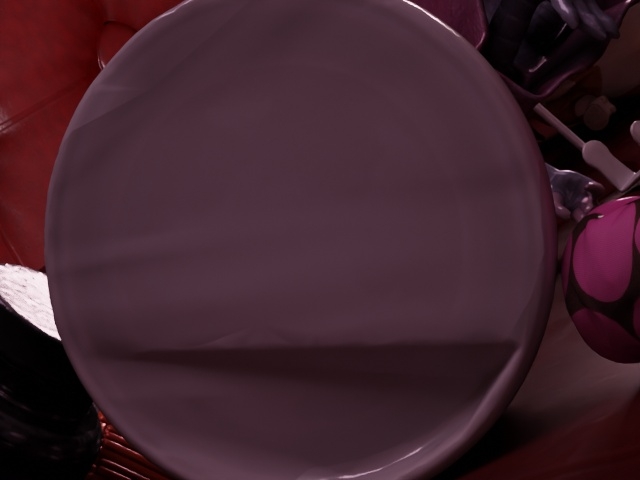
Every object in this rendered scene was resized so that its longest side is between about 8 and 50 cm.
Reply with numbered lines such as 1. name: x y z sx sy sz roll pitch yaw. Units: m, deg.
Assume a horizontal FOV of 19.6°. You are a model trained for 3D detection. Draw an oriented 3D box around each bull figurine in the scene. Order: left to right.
1. bull figurine: 0.245 -0.156 1.606 0.310 0.101 0.188 -31 12 5

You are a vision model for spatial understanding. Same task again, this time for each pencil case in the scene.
1. pencil case: 0.203 -0.002 0.834 0.098 0.095 0.209 -36 8 -33

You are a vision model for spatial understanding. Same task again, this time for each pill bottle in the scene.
1. pill bottle: -0.200 0.128 1.047 0.219 0.123 0.123 -57 2 13

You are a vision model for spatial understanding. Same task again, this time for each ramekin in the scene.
1. ramekin: 0.000 0.000 0.979 0.273 0.273 0.127 -27 -4 17

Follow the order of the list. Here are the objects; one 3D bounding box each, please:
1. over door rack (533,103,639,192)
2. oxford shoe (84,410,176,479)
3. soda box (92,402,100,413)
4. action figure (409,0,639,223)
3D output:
1. over door rack: 0.164 -0.191 1.389 0.239 0.324 0.108 -48 -14 -30
2. oxford shoe: -0.093 0.129 1.174 0.098 0.097 0.271 -61 -1 27
3. soda box: -0.205 0.178 1.220 0.216 0.074 0.069 -37 10 -38
4. action figure: 0.041 -0.078 1.183 0.248 0.276 0.370 -31 -13 -47
